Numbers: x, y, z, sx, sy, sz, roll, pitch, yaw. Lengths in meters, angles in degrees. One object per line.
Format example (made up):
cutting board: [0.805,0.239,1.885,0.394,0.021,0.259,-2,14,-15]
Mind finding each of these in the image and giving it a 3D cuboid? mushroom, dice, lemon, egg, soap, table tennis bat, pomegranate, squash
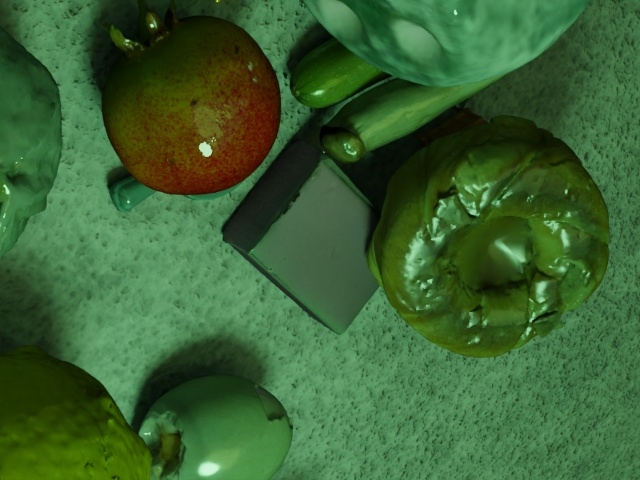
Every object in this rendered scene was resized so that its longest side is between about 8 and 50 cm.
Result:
mushroom: [0.133,-0.198,1.994,0.312,0.100,0.081,-30,105,-16]
dice: [0.144,-0.416,1.801,0.330,0.348,0.328,-47,135,-20]
lemon: [-0.389,0.304,1.724,0.387,0.350,0.349,-17,125,-12]
egg: [-0.138,0.278,2.034,0.217,0.183,0.183,-1,113,-40]
soap: [-0.001,-0.001,2.075,0.181,0.081,0.259,-53,137,-5]
table tennis bat: [-0.171,-0.107,1.901,0.244,0.040,0.153,-33,128,-29]
pomegranate: [-0.164,-0.176,1.753,0.221,0.221,0.256,-44,116,-15]
squash: [0.035,-0.240,1.976,0.188,0.095,0.095,-29,129,-20]

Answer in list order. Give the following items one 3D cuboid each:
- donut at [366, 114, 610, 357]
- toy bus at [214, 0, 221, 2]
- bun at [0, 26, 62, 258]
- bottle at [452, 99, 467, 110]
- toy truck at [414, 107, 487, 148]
donut: [0.247,-0.002,2.069,0.360,0.170,0.360,-8,121,-13]
toy bus: [-0.121,-0.385,1.722,0.126,0.136,0.209,-16,123,-35]
bun: [-0.429,-0.083,1.558,0.362,0.211,0.362,-31,137,-33]
bottle: [0.239,-0.328,2.108,0.082,0.082,0.286,26,94,-46]
toy truck: [0.234,-0.059,2.221,0.114,0.135,0.270,-31,126,-22]
